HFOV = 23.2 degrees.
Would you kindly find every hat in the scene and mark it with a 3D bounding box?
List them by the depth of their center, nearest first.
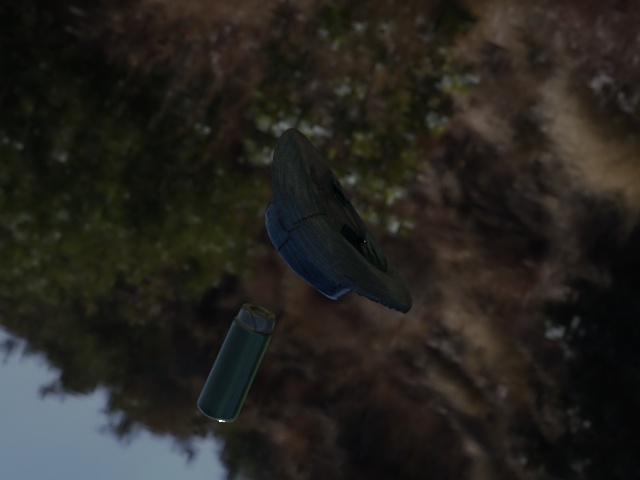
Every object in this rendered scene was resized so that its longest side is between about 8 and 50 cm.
[{"bbox_3d":[0.000,0.000,1.353,0.191,0.078,0.138,58,-164,11],"label":"hat"}]

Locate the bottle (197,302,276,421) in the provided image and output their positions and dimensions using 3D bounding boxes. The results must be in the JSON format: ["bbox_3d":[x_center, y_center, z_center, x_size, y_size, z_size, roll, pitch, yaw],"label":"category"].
[{"bbox_3d":[-0.058,0.085,1.088,0.030,0.083,0.030,22,-164,-6],"label":"bottle"}]
